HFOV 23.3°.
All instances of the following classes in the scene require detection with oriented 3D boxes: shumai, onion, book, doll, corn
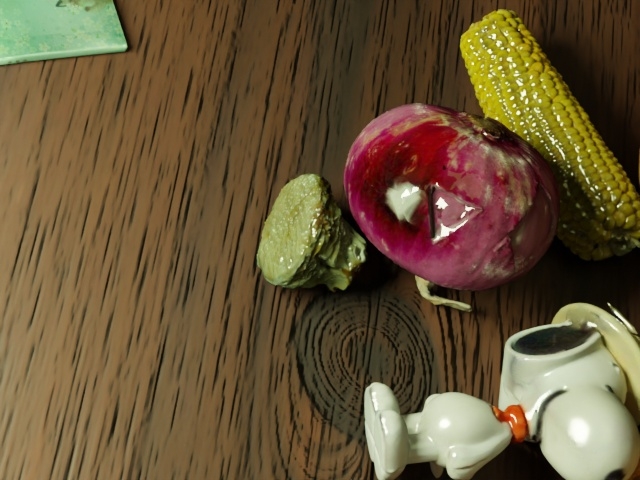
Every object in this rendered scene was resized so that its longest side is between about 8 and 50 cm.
[{"bbox_3d":[0.001,0.000,1.500,0.087,0.099,0.124,26,57,-26],"label":"shumai"},{"bbox_3d":[0.117,-0.044,1.492,0.200,0.200,0.207,-13,68,-26],"label":"onion"},{"bbox_3d":[-0.272,-0.228,1.555,0.135,0.017,0.103,-10,68,-25],"label":"book"},{"bbox_3d":[0.178,0.144,1.459,0.271,0.144,0.208,5,36,3],"label":"doll"},{"bbox_3d":[0.241,-0.104,1.637,0.101,0.101,0.310,-22,72,-29],"label":"corn"}]

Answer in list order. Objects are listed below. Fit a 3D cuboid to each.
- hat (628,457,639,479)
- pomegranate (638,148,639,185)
[{"bbox_3d":[0.426,0.301,1.466,0.233,0.244,0.234,12,101,-32],"label":"hat"},{"bbox_3d":[0.497,-0.106,1.596,0.338,0.338,0.338,9,60,-16],"label":"pomegranate"}]
